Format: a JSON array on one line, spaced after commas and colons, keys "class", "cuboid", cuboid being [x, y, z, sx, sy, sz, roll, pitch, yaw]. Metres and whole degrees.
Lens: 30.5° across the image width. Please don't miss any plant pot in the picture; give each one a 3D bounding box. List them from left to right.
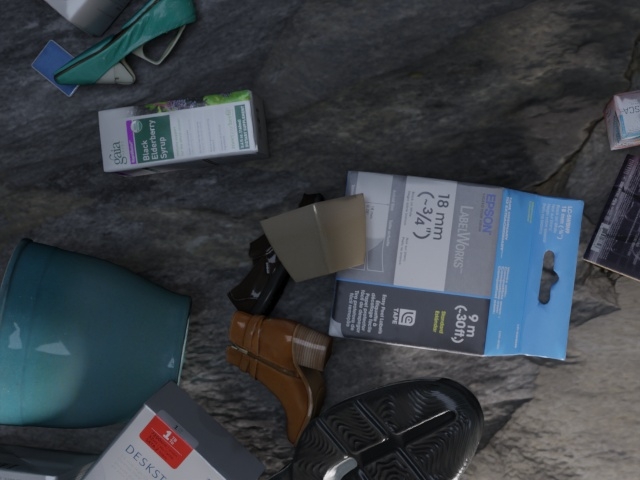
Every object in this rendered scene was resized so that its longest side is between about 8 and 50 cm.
[{"class": "plant pot", "cuboid": [-0.321, 0.151, 1.683, 0.255, 0.271, 0.271, 10, 90, -4]}, {"class": "plant pot", "cuboid": [0.000, 0.000, 1.603, 0.109, 0.109, 0.096, -17, 87, 41]}]

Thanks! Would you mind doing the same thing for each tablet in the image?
[{"class": "tablet", "cuboid": [-0.405, -0.269, 1.828, 0.083, 0.006, 0.054, 39, 95, 8]}]

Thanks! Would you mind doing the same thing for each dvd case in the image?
[{"class": "dvd case", "cuboid": [0.498, -0.010, 1.627, 0.221, 0.018, 0.164, 23, 91, 26]}]

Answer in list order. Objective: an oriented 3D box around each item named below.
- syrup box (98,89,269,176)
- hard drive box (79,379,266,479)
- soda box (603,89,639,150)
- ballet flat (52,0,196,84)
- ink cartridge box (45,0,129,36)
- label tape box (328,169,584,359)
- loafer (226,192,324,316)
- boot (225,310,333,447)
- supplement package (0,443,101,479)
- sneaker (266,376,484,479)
[{"class": "syrup box", "cuboid": [-0.203, -0.157, 1.744, 0.237, 0.096, 0.093, -7, 88, 9]}, {"class": "hard drive box", "cuboid": [-0.218, 0.337, 1.596, 0.181, 0.089, 0.232, 41, 114, 4]}, {"class": "soda box", "cuboid": [0.423, -0.163, 1.590, 0.058, 0.183, 0.062, -11, 88, 10]}, {"class": "ballet flat", "cuboid": [-0.289, -0.288, 1.774, 0.247, 0.083, 0.087, -36, 105, 9]}, {"class": "ink cartridge box", "cuboid": [-0.337, -0.496, 1.760, 0.226, 0.131, 0.306, 41, 94, 8]}, {"class": "label tape box", "cuboid": [0.194, 0.035, 1.665, 0.334, 0.106, 0.240, 7, 90, 10]}, {"class": "loafer", "cuboid": [-0.069, 0.017, 1.723, 0.078, 0.080, 0.220, 32, 94, 9]}, {"class": "boot", "cuboid": [-0.069, 0.198, 1.712, 0.152, 0.073, 0.197, 15, 110, 13]}, {"class": "supplement package", "cuboid": [-0.450, 0.449, 1.718, 0.199, 0.198, 0.262, 4, 89, 10]}, {"class": "sneaker", "cuboid": [0.080, 0.267, 1.575, 0.169, 0.257, 0.447, 51, 128, 3]}]
